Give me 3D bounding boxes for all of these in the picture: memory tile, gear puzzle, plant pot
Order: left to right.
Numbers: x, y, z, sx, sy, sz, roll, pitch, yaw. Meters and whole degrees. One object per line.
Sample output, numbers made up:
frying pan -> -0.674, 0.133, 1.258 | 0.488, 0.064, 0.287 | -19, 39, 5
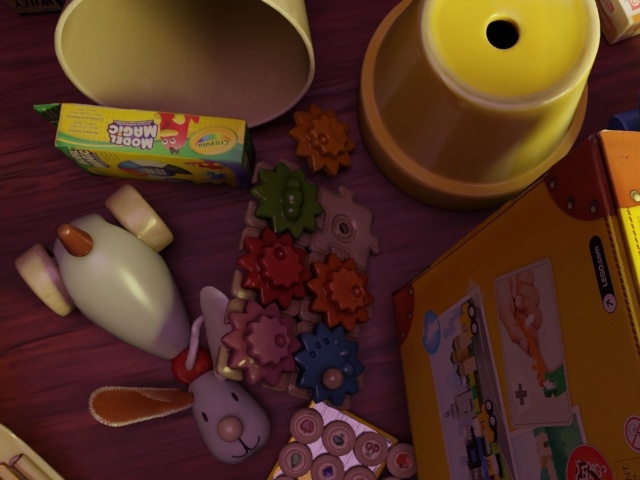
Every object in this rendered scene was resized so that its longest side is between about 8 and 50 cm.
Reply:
plant pot -> -0.134, -0.298, 0.843 | 0.257, 0.256, 0.274 | 0, 64, 0
gear puzzle -> 0.000, 0.000, 0.828 | 0.176, 0.044, 0.338 | 22, 61, -27
memory tile -> 0.025, 0.252, 0.829 | 0.148, 0.012, 0.113 | 20, 83, -1
plant pot -> 0.166, -0.174, 0.808 | 0.254, 0.239, 0.253 | 0, 82, 1

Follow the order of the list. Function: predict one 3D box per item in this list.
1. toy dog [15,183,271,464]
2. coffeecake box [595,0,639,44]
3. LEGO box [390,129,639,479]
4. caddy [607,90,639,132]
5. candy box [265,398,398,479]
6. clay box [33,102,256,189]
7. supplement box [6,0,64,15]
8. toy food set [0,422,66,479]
toy dog -> -0.174, 0.079, 0.808 | 0.334, 0.161, 0.220 | 29, 83, 4
coffeecake box -> 0.403, -0.335, 0.916 | 0.186, 0.068, 0.142 | -22, 82, -3
LEGO box -> 0.239, 0.220, 0.618 | 0.193, 0.372, 0.500 | 1, 69, -18
caddy -> 0.415, -0.021, 0.785 | 0.179, 0.241, 0.341 | -5, 82, 3
candy box -> -0.011, 0.280, 0.845 | 0.105, 0.027, 0.205 | 31, 83, 0
clay box -> -0.187, -0.101, 0.852 | 0.222, 0.127, 0.053 | 4, 81, 1
supplement box -> -0.339, -0.318, 0.906 | 0.056, 0.083, 0.083 | -5, 83, 0
toy food set -> -0.308, 0.353, 0.766 | 0.220, 0.092, 0.306 | -45, 99, -12
